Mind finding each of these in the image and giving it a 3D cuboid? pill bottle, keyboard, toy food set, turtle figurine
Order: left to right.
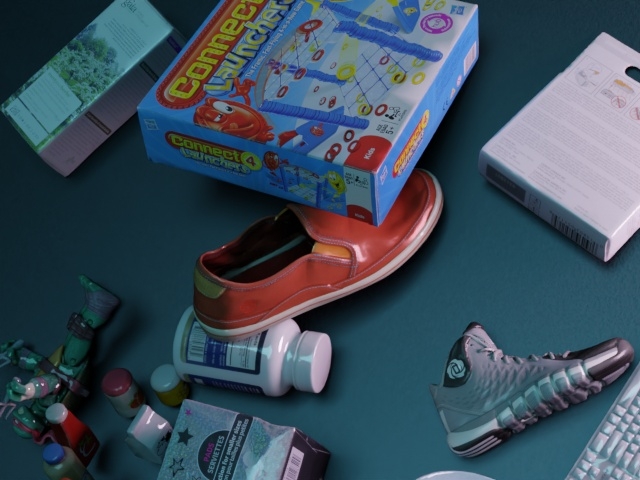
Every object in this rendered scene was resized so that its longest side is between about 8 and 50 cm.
[{"bbox_3d":[-0.329,0.153,1.679,0.234,0.118,0.175,-56,27,-8],"label":"turtle figurine"},{"bbox_3d":[-0.247,0.219,1.598,0.111,0.104,0.232,13,56,29],"label":"toy food set"},{"bbox_3d":[-0.078,0.130,1.621,0.169,0.094,0.094,8,75,18],"label":"pill bottle"},{"bbox_3d":[0.343,0.207,1.518,0.072,0.014,0.256,32,83,21],"label":"keyboard"}]

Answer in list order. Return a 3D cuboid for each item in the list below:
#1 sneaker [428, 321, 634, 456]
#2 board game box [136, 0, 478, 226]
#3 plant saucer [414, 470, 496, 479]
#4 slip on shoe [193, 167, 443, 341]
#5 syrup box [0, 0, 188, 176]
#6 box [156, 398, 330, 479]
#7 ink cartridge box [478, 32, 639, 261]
[{"bbox_3d":[0.220,0.132,1.542,0.228,0.086,0.132,-29,65,6],"label":"sneaker"},{"bbox_3d":[-0.008,-0.187,1.645,0.301,0.086,0.308,16,52,20],"label":"board game box"},{"bbox_3d":[0.166,0.325,1.468,0.195,0.195,0.037,36,125,23],"label":"plant saucer"},{"bbox_3d":[0.000,0.000,1.597,0.331,0.101,0.123,-27,46,-16],"label":"slip on shoe"},{"bbox_3d":[-0.283,-0.204,1.789,0.237,0.096,0.093,-42,68,-1],"label":"syrup box"},{"bbox_3d":[-0.106,0.318,1.528,0.142,0.163,0.247,12,76,19],"label":"box"},{"bbox_3d":[0.328,-0.112,1.620,0.189,0.066,0.232,37,64,23],"label":"ink cartridge box"}]
